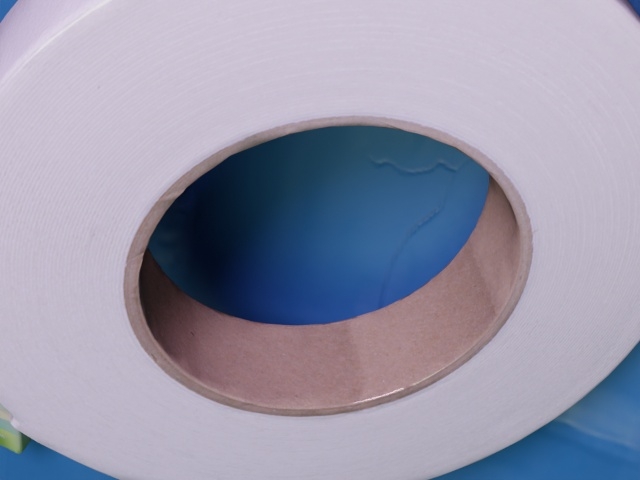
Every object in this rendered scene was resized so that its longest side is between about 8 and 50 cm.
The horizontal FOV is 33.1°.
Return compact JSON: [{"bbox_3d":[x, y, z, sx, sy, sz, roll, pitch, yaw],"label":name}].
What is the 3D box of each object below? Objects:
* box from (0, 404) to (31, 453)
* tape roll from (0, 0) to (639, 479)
[{"bbox_3d":[-0.288,0.003,0.715,0.232,0.058,0.322,26,144,8],"label":"box"},{"bbox_3d":[0.000,0.000,0.568,0.392,0.072,0.392,-6,132,-6],"label":"tape roll"}]
